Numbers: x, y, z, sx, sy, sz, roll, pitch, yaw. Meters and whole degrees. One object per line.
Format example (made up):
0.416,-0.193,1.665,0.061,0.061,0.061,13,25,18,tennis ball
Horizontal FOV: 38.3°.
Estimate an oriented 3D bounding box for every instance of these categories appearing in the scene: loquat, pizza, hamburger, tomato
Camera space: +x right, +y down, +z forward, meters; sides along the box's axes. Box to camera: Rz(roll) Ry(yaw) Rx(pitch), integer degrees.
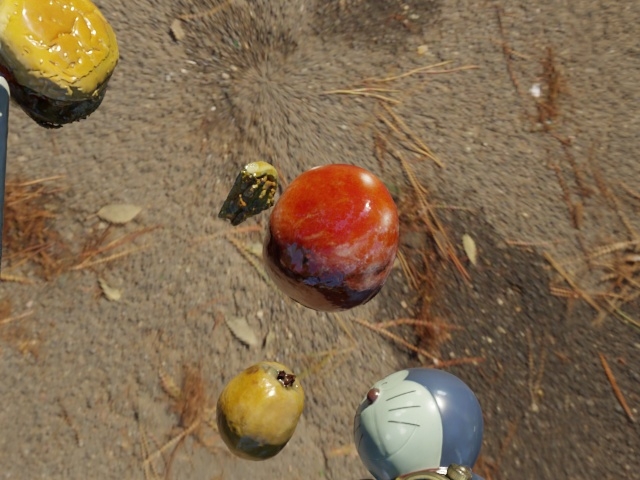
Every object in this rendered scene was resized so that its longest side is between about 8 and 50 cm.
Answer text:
-0.125,0.351,1.917,0.176,0.187,0.234,19,119,-19,loquat
-0.123,-0.077,1.664,0.046,0.175,0.134,42,93,15,pizza
-0.468,-0.330,1.612,0.244,0.244,0.163,46,127,-9,hamburger
0.000,0.000,0.924,0.139,0.091,0.159,33,108,21,tomato

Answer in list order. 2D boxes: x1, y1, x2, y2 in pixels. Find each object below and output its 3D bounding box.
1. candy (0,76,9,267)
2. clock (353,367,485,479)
-0.538,-0.059,1.282,0.145,0.208,0.358,6,81,-36,candy
0.116,0.268,1.070,0.199,0.243,0.146,-25,146,35,clock
